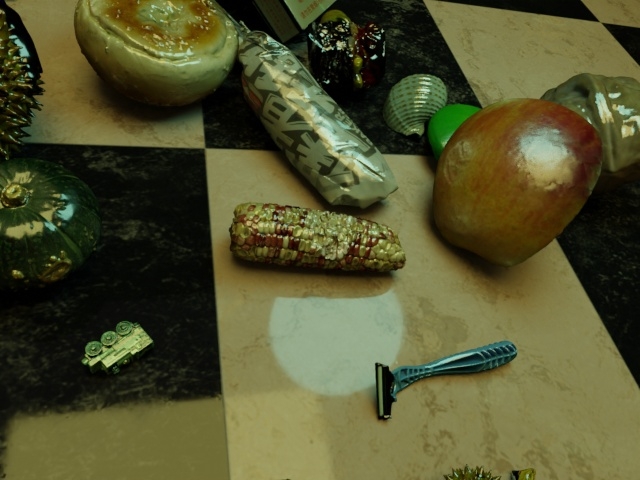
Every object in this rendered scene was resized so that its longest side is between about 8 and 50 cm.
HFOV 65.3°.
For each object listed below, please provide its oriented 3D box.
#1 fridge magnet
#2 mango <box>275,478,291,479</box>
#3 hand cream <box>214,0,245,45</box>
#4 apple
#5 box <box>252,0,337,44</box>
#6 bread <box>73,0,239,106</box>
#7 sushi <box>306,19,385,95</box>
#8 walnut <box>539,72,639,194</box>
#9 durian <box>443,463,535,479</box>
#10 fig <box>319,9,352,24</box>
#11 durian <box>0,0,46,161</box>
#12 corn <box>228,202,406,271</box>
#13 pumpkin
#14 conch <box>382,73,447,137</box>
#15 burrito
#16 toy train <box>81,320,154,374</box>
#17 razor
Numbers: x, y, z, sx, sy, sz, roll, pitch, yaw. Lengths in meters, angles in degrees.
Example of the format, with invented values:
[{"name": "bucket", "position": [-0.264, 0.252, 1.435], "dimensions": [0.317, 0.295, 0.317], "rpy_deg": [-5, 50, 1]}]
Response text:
[{"name": "fridge magnet", "position": [0.315, -0.196, 1.030], "dimensions": [0.208, 0.088, 0.208], "rpy_deg": [8, 57, -13]}, {"name": "mango", "position": [-0.033, 0.355, 0.525], "dimensions": [0.122, 0.085, 0.191], "rpy_deg": [-4, 64, -31]}, {"name": "hand cream", "position": [-0.189, -0.437, 1.087], "dimensions": [0.340, 0.078, 0.124], "rpy_deg": [44, 21, 16]}, {"name": "apple", "position": [0.344, -0.129, 0.885], "dimensions": [0.254, 0.179, 0.346], "rpy_deg": [22, 73, 20]}, {"name": "box", "position": [-0.109, -0.639, 1.152], "dimensions": [0.310, 0.084, 0.198], "rpy_deg": [52, 48, -22]}, {"name": "bread", "position": [-0.301, -0.373, 0.944], "dimensions": [0.305, 0.159, 0.306], "rpy_deg": [13, 50, -16]}, {"name": "sushi", "position": [0.064, -0.395, 1.076], "dimensions": [0.150, 0.153, 0.172], "rpy_deg": [1, 30, 10]}, {"name": "walnut", "position": [0.552, -0.213, 1.025], "dimensions": [0.273, 0.227, 0.273], "rpy_deg": [7, 49, -8]}, {"name": "durian", "position": [0.213, 0.345, 0.563], "dimensions": [0.193, 0.138, 0.237], "rpy_deg": [36, 52, 13]}, {"name": "fig", "position": [0.040, -0.517, 1.196], "dimensions": [0.082, 0.098, 0.084], "rpy_deg": [-27, 83, -12]}, {"name": "durian", "position": [-0.591, -0.268, 0.694], "dimensions": [0.384, 0.348, 0.347], "rpy_deg": [30, 51, 22]}, {"name": "corn", "position": [0.000, 0.000, 0.792], "dimensions": [0.289, 0.098, 0.098], "rpy_deg": [7, 52, -11]}, {"name": "pumpkin", "position": [-0.392, -0.020, 0.664], "dimensions": [0.190, 0.146, 0.190], "rpy_deg": [2, 75, -9]}, {"name": "conch", "position": [0.205, -0.307, 1.085], "dimensions": [0.135, 0.102, 0.153], "rpy_deg": [14, 48, 18]}, {"name": "burrito", "position": [-0.037, -0.231, 0.921], "dimensions": [0.139, 0.101, 0.445], "rpy_deg": [-37, 81, -12]}, {"name": "toy train", "position": [-0.264, 0.143, 0.649], "dimensions": [0.053, 0.033, 0.083], "rpy_deg": [43, 54, 13]}, {"name": "razor", "position": [0.187, 0.187, 0.737], "dimensions": [0.253, 0.042, 0.082], "rpy_deg": [-9, 99, -23]}]
